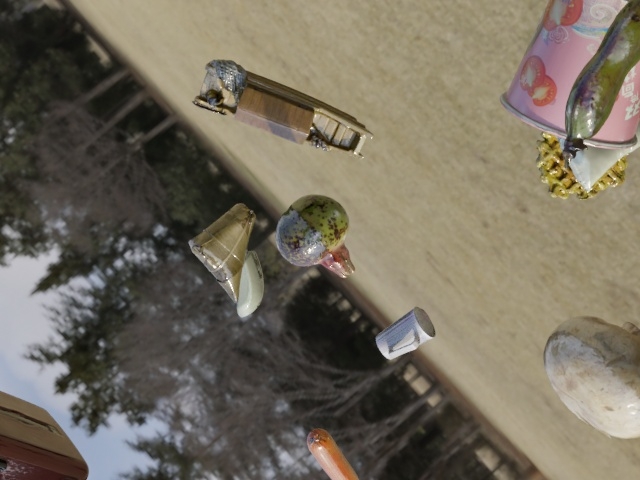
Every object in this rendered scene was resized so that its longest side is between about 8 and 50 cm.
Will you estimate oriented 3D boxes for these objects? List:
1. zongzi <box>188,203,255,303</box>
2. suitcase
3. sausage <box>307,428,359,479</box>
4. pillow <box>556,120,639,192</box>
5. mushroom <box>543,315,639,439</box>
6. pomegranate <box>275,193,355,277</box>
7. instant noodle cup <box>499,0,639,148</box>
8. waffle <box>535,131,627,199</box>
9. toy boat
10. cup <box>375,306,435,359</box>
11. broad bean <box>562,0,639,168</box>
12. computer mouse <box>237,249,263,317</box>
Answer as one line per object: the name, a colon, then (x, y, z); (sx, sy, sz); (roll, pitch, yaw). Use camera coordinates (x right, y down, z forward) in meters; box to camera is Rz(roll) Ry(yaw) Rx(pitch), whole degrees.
zongzi: (-0.178, 0.025, 1.922); (0.176, 0.160, 0.078); (52, 175, -18)
suitcase: (-0.572, 0.371, 1.531); (0.236, 0.161, 0.297); (36, 177, 37)
sausage: (0.029, 0.479, 1.894); (0.053, 0.053, 0.347); (48, 170, 35)
pillow: (0.645, -0.228, 1.943); (0.144, 0.254, 0.078); (56, 165, 5)
mushroom: (0.552, 0.240, 1.618); (0.253, 0.195, 0.189); (50, 168, -1)
pomegranate: (0.000, 0.000, 2.350); (0.248, 0.214, 0.214); (49, 178, -1)
instant noodle cup: (0.450, -0.301, 1.452); (0.243, 0.231, 0.243); (12, -153, -7)
waffle: (0.617, -0.217, 2.054); (0.052, 0.254, 0.245); (-142, 44, -71)
toy boat: (-0.087, -0.318, 2.167); (0.446, 0.135, 0.162); (20, -157, -10)
cup: (0.178, 0.203, 1.833); (0.074, 0.116, 0.104); (47, -157, -19)
broad bean: (0.419, -0.258, 1.240); (0.077, 0.339, 0.061); (15, -157, -37)
computer mouse: (-0.169, 0.103, 2.169); (0.089, 0.056, 0.181); (-52, -35, -71)
